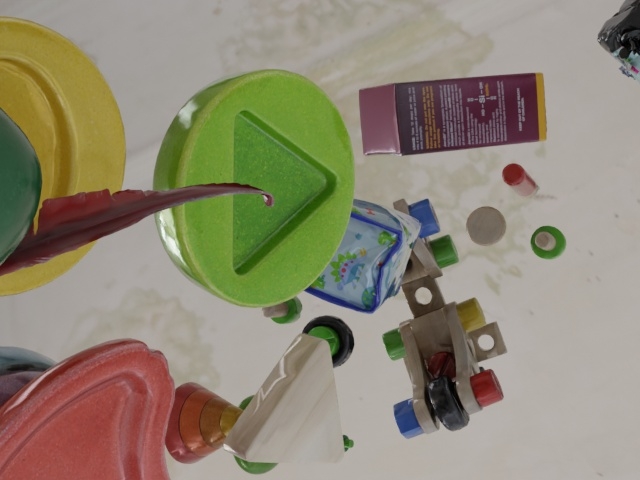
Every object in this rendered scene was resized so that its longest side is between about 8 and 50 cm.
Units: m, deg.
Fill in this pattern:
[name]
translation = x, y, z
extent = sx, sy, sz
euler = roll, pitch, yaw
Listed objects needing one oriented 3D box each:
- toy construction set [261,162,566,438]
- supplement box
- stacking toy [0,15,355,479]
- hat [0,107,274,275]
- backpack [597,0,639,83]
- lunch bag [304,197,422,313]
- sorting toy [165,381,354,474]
[toy construction set]
translation = 0.149, 0.057, 1.114
extent = 0.257, 0.237, 0.309
euler = 45, -79, 17
[supplement box]
translation = 0.150, -0.144, 1.126
extent = 0.104, 0.188, 0.080
euler = -167, -109, -68
[stacking toy]
translation = -0.122, 0.034, 0.540
extent = 0.130, 0.279, 0.309
euler = 13, -71, 43
[hat]
translation = -0.105, 0.005, 0.314
extent = 0.184, 0.173, 0.208
euler = 23, -118, -10
[backpack]
translation = 0.468, -0.252, 1.288
extent = 0.182, 0.115, 0.152
euler = 42, -87, -11
[lunch bag]
translation = 0.000, 0.000, 0.859
extent = 0.151, 0.129, 0.096
euler = 23, -82, 10
[sorting toy]
translation = -0.073, 0.299, 1.529
extent = 0.126, 0.365, 0.127
euler = -9, -111, 38
